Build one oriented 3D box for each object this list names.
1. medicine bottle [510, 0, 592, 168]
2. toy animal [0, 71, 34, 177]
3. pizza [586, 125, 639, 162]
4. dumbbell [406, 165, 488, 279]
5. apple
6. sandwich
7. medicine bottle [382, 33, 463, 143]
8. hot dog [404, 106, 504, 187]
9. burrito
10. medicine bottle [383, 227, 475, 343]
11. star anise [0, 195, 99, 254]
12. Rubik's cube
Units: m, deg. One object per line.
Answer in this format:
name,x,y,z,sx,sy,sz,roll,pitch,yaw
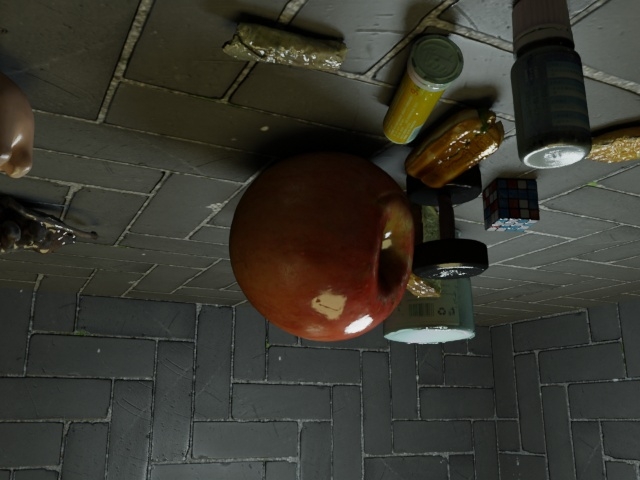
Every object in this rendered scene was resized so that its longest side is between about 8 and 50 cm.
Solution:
medicine bottle,0.269,-0.193,0.760,0.083,0.203,0.083,-2,166,0
toy animal,-0.581,-0.155,0.893,0.326,0.269,0.237,-31,169,-11
pizza,0.543,-0.174,1.140,0.160,0.036,0.099,-9,162,30
dumbbell,0.254,-0.038,1.287,0.152,0.218,0.152,-1,165,0
apple,-0.003,0.006,1.213,0.363,0.364,0.364,0,164,0
sandwich,0.233,0.016,1.486,0.065,0.215,0.186,-6,163,25
medicine bottle,0.141,-0.212,0.939,0.073,0.074,0.218,2,165,-6
hot dog,0.234,-0.167,1.110,0.104,0.076,0.250,23,156,-10
burrito,-0.043,-0.254,0.840,0.171,0.042,0.051,5,153,-25
medicine bottle,0.288,0.119,1.723,0.244,0.290,0.245,1,163,0
star anise,-0.732,-0.034,1.508,0.315,0.139,0.359,7,180,3
Rubik's cube,0.413,-0.076,1.386,0.092,0.092,0.092,1,165,-5
